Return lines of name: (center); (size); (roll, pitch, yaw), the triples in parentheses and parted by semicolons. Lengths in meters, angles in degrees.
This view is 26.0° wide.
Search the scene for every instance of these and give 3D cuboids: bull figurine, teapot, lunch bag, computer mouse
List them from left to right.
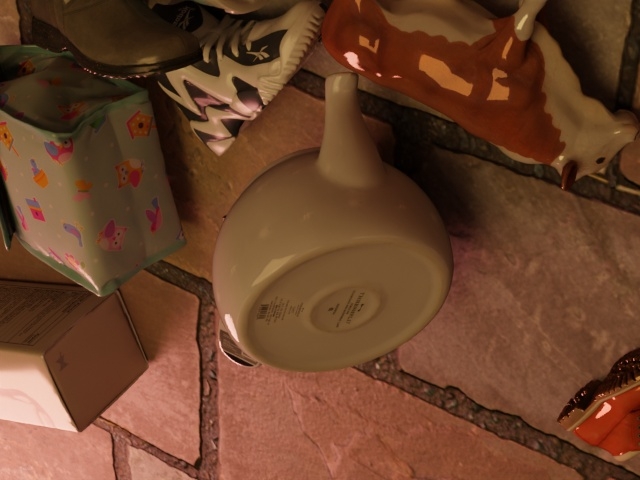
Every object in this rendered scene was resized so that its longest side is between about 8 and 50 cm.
lunch bag: (-0.300, -0.091, 1.571); (0.262, 0.160, 0.223); (25, 137, 38)
computer mouse: (-0.076, 0.062, 1.584); (0.106, 0.042, 0.193); (25, 127, 17)
teapot: (0.000, 0.000, 1.371); (0.256, 0.187, 0.252); (-31, 141, 15)
bull figurine: (0.134, -0.170, 1.200); (0.310, 0.101, 0.188); (24, 129, 21)

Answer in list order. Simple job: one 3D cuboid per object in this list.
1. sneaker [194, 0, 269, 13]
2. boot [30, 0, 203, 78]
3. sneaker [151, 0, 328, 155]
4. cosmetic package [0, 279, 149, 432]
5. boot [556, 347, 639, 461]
sneaker: (-0.162, -0.374, 1.255); (0.150, 0.135, 0.366); (16, 132, 48)
boot: (-0.213, -0.252, 1.326); (0.246, 0.083, 0.161); (22, 125, 41)
sneaker: (-0.098, -0.197, 1.369); (0.153, 0.094, 0.235); (41, 148, -5)
cosmetic package: (-0.392, 0.146, 1.821); (0.296, 0.153, 0.129); (3, 123, 39)
boot: (0.303, 0.162, 1.339); (0.084, 0.059, 0.158); (40, 146, 4)
